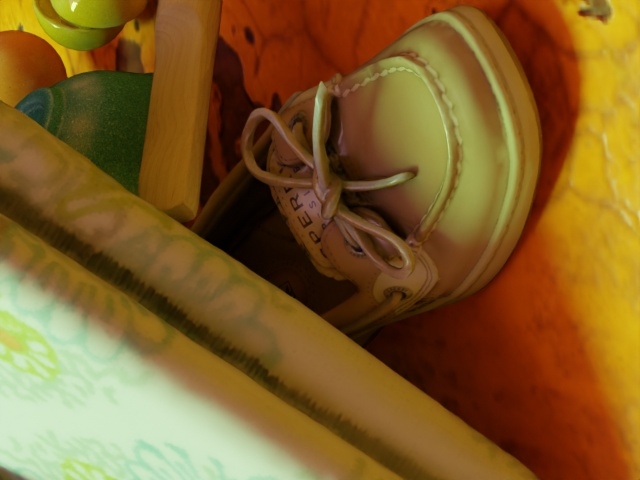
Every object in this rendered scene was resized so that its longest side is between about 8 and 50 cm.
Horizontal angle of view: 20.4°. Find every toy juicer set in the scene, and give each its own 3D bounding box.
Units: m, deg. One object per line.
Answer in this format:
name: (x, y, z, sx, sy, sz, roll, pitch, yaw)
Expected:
toy juicer set: (-0.105, -0.060, 0.897, 0.329, 0.089, 0.209, -16, 50, 52)

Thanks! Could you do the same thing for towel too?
towel: (-0.106, 0.082, 0.813, 0.374, 0.090, 0.320, 34, 148, -4)

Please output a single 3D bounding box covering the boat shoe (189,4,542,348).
boat shoe: (0.000, 0.000, 0.769, 0.104, 0.089, 0.285, 65, 149, 17)
